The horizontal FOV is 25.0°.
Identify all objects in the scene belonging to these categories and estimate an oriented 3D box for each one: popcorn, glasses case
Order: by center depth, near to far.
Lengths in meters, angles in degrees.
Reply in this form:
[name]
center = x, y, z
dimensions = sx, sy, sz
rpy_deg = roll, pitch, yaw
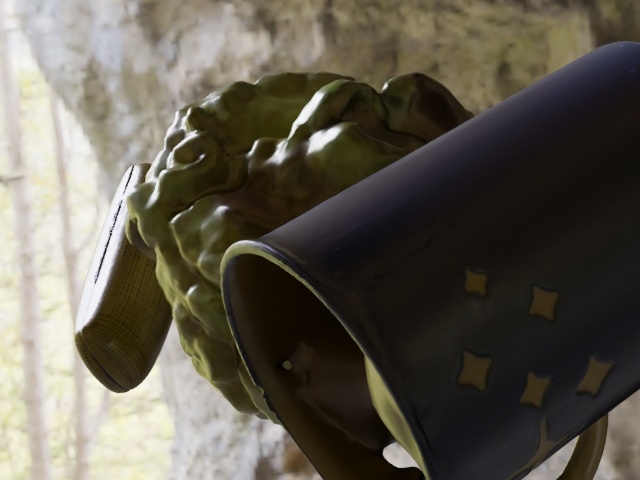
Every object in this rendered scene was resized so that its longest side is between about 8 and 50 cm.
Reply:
[popcorn]
center = 0.000, 0.000, 0.997
dimensions = 0.257, 0.224, 0.270
rpy_deg = 8, 59, 36
[glasses case]
center = -0.147, 0.026, 1.162
dimensions = 0.064, 0.079, 0.234
rpy_deg = -23, 32, 23

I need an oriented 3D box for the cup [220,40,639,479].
[cup]
center = 0.099, 0.042, 0.781
dimensions = 0.256, 0.255, 0.178
rpy_deg = -30, 64, -23
